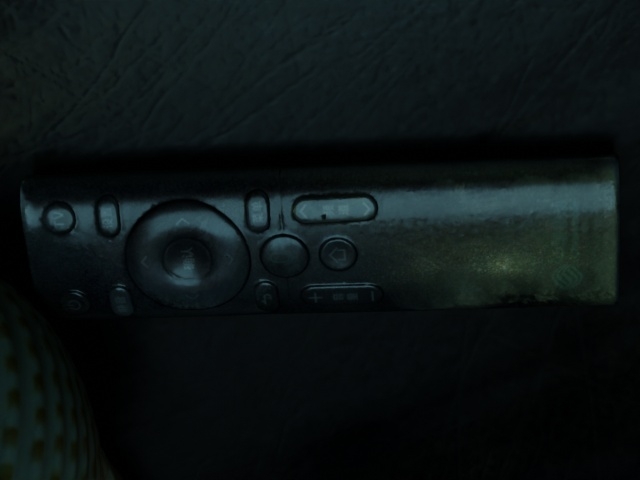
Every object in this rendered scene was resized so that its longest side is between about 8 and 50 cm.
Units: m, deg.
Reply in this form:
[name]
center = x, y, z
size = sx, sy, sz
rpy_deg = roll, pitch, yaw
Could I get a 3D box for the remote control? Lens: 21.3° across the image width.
[remote control]
center = 0.000, 0.000, 1.087
size = 0.377, 0.044, 0.107
rpy_deg = -2, 114, 5

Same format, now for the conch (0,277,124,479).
[conch]
center = -0.260, 0.169, 1.084
size = 0.319, 0.215, 0.303
rpy_deg = 34, 98, -16
